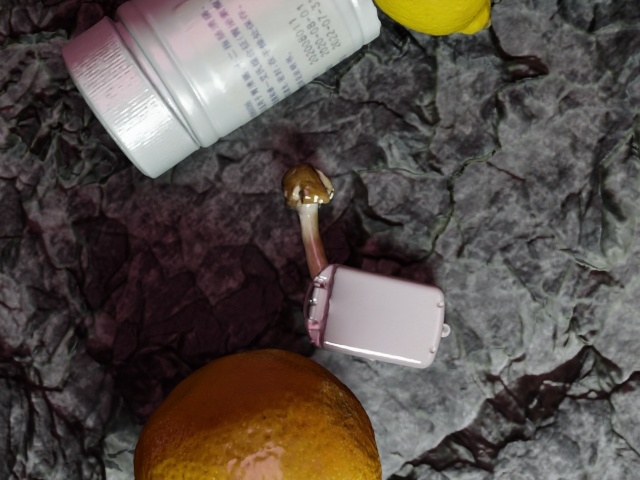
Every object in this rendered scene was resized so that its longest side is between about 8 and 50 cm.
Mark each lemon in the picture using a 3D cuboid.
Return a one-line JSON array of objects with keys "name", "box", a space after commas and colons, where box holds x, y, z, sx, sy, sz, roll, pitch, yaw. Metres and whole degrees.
[{"name": "lemon", "box": [0.126, -0.335, 1.378, 0.187, 0.244, 0.187, -19, 37, 15]}]

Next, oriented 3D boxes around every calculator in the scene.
[{"name": "calculator", "box": [0.066, 0.086, 1.383, 0.175, 0.032, 0.100, 13, 82, -13]}]

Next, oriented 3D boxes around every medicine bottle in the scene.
[{"name": "medicine bottle", "box": [-0.115, -0.230, 1.404, 0.332, 0.190, 0.190, -33, 78, -4]}]

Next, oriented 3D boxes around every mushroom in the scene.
[{"name": "mushroom", "box": [0.000, 0.000, 1.420, 0.061, 0.060, 0.187, -13, 86, -15]}]

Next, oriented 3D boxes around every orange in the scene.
[{"name": "orange", "box": [-0.070, 0.238, 1.275, 0.264, 0.264, 0.264, -1, 78, 4]}]
